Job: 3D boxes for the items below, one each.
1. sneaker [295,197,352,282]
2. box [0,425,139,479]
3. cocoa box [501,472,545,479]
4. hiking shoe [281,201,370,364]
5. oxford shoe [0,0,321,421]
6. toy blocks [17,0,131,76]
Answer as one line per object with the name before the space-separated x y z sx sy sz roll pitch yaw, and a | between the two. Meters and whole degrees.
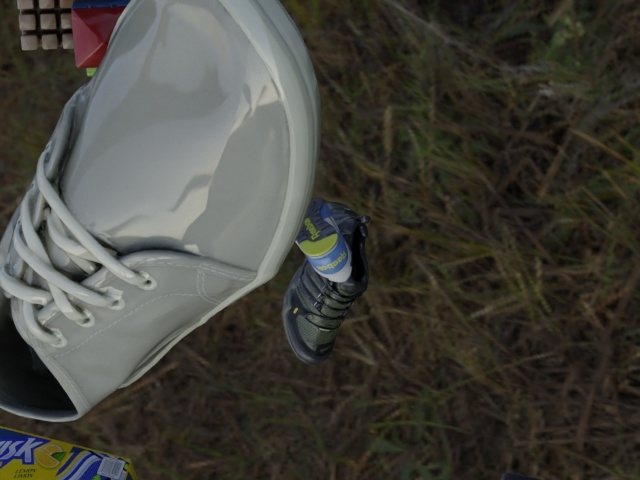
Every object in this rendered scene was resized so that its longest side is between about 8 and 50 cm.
sneaker | 0.000 0.000 1.289 0.053 0.059 0.144 -33 26 7
box | -0.225 0.180 0.890 0.168 0.059 0.054 13 59 9
cocoa box | 0.232 0.298 0.579 0.347 0.228 0.231 11 115 4
hiking shoe | 0.011 0.064 1.583 0.114 0.086 0.227 -154 73 -65
oxford shoe | -0.133 0.000 0.751 0.169 0.130 0.449 53 140 9
toy blocks | -0.209 -0.304 0.969 0.261 0.190 0.381 -117 25 -70
